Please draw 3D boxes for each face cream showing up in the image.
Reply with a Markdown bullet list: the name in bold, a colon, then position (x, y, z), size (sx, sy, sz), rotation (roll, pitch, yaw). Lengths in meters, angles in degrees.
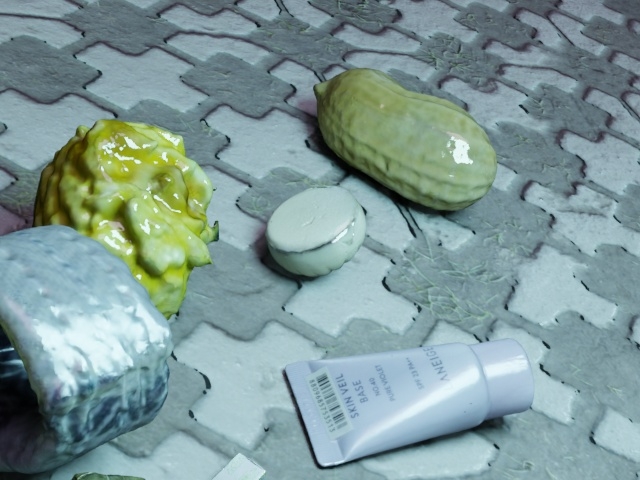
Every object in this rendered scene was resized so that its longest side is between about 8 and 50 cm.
- **face cream**: position (0.107, 0.178, 1.267), size (0.273, 0.096, 0.154), rotation (-9, 46, -15)

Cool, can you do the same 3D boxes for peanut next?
- **peanut**: position (0.119, -0.164, 1.660), size (0.340, 0.158, 0.174), rotation (29, 57, 19)

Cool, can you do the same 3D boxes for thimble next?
- **thimble**: position (-0.271, 0.101, 1.056), size (0.245, 0.217, 0.157), rotation (26, 32, 34)

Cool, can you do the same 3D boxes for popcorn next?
- **popcorn**: position (-0.216, -0.013, 1.243), size (0.225, 0.249, 0.249), rotation (21, 33, -23)

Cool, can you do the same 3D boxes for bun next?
- **bun**: position (0.000, 0.000, 1.444), size (0.138, 0.094, 0.138), rotation (-14, 40, 12)

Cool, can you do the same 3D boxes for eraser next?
- **eraser**: position (-0.093, 0.254, 1.112), size (0.038, 0.019, 0.083), rotation (33, 38, 16)

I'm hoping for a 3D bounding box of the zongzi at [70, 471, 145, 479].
- **zongzi**: position (-0.197, 0.261, 1.048), size (0.083, 0.040, 0.076), rotation (15, 38, -39)
